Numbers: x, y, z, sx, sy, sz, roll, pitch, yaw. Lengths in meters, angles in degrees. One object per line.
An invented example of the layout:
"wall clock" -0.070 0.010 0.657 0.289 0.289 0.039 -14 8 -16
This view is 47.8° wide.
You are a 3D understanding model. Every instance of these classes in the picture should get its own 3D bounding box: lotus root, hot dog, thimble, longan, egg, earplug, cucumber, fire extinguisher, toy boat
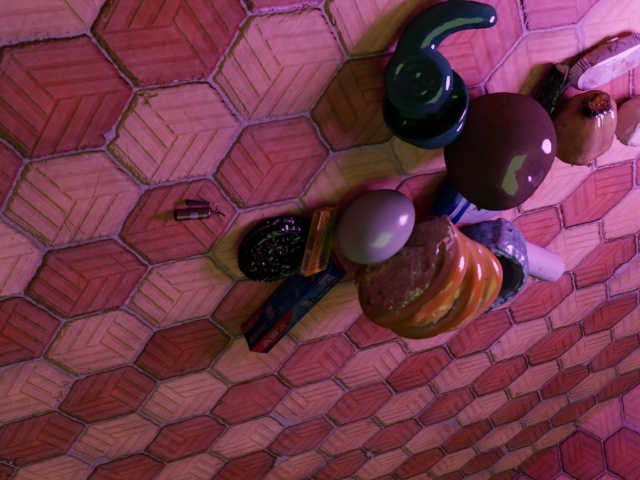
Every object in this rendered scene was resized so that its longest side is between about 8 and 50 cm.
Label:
"lotus root" 0.591 -0.255 1.618 0.154 0.140 0.257 -40 161 -8
"hot dog" 0.628 -0.389 1.571 0.192 0.053 0.099 -29 144 -1
"thimble" 0.425 0.055 1.837 0.199 0.143 0.235 20 124 -6
"longan" 0.373 -0.183 1.499 0.248 0.248 0.248 -16 141 -14
"egg" 0.123 -0.031 1.609 0.192 0.149 0.149 -42 140 9
"earplug" 0.220 -0.302 1.386 0.257 0.164 0.280 -62 157 -14
"cucumber" 0.485 -0.293 1.594 0.078 0.062 0.211 -54 160 -47
"fire extinguisher" -0.246 -0.064 1.462 0.100 0.032 0.046 -7 104 -24
"toy boat" 0.398 -0.115 1.747 0.292 0.070 0.210 -15 146 -20

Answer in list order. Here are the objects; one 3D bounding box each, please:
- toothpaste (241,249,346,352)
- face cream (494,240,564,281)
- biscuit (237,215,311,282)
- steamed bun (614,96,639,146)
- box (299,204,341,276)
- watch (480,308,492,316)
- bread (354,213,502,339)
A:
"toothpaste" -0.071 0.150 1.765 0.066 0.076 0.320 16 127 -45
"face cream" 0.563 0.046 2.003 0.311 0.092 0.092 16 125 -43
"biscuit" -0.096 0.020 1.618 0.195 0.053 0.194 -16 141 -14
"steamed bun" 0.762 -0.291 1.728 0.113 0.090 0.130 -4 138 -30
"box" 0.000 0.000 1.608 0.089 0.022 0.156 -18 127 -58
"watch" 0.428 0.191 2.075 0.206 0.068 0.193 -26 161 3
"bread" 0.257 0.117 1.689 0.316 0.211 0.270 -31 129 28
